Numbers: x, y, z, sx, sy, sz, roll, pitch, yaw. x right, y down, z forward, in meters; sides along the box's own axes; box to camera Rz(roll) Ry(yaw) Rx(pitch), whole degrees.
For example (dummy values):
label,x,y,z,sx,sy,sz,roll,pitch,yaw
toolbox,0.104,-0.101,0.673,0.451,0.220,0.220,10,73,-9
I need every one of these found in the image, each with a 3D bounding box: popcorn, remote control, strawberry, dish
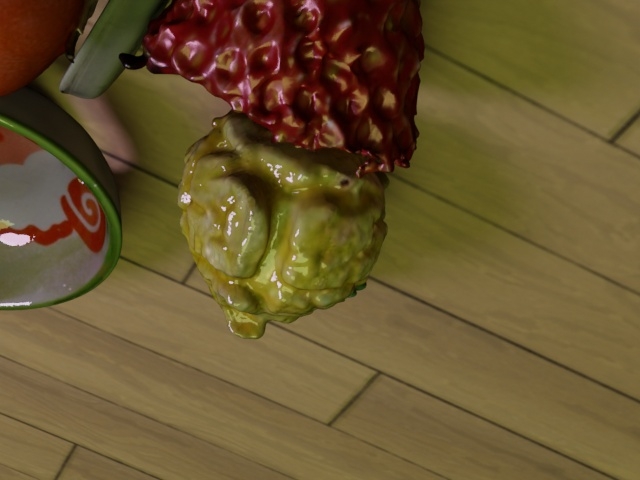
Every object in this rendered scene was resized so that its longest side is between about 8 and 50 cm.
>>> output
label,x,y,z,sx,sy,sz,roll,pitch,yaw
popcorn,-0.028,-0.024,0.947,0.186,0.187,0.167,-5,136,0
remote control,-0.119,-0.213,0.836,0.038,0.090,0.309,37,136,-9
strawberry,-0.010,-0.172,0.810,0.234,0.234,0.178,21,108,-6
dish,-0.336,-0.071,1.033,0.324,0.124,0.324,4,144,3

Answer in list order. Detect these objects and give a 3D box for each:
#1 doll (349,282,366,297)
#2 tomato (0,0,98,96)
label,x,y,z,sx,sy,sz,roll,pitch,yaw
doll,0.000,0.000,1.073,0.078,0.076,0.113,-19,102,1
tomato,-0.254,-0.222,0.752,0.225,0.255,0.256,12,142,-24
